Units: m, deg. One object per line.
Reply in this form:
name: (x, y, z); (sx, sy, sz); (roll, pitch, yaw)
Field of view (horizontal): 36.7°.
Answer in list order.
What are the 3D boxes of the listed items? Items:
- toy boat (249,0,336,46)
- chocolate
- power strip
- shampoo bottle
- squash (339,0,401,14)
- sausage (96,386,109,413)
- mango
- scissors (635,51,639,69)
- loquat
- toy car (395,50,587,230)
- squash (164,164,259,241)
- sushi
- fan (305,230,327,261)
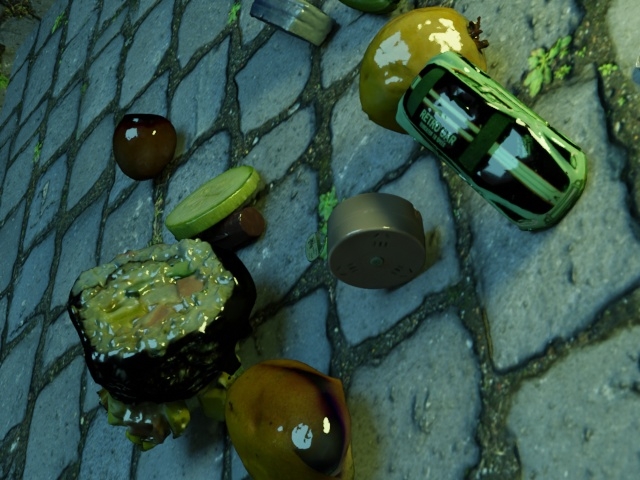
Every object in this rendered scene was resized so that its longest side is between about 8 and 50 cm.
toy boat: (-0.072, -0.485, 2.056); (0.283, 0.127, 0.078); (38, 106, 56)
chocolate: (-0.430, -0.228, 2.373); (0.177, 0.176, 0.177); (-34, 42, 38)
power strip: (0.081, 0.004, 1.459); (0.154, 0.154, 0.078); (-37, 40, 35)
shampoo bottle: (-0.204, -0.014, 1.958); (0.236, 0.067, 0.068); (-20, 39, 48)
squash: (0.097, -0.470, 1.859); (0.066, 0.066, 0.252); (-60, 31, 5)
sausage: (-0.325, 0.214, 1.958); (0.371, 0.082, 0.082); (-47, 36, 22)
mango: (-0.042, 0.280, 1.440); (0.201, 0.152, 0.287); (-55, 34, -4)
scissors: (0.464, -0.300, 1.263); (0.100, 0.015, 0.189); (-16, 54, 52)
loquat: (0.162, -0.269, 1.515); (0.234, 0.187, 0.176); (-41, 71, 17)
toy car: (0.220, -0.144, 1.322); (0.136, 0.125, 0.306); (-53, 58, 16)
squash: (-0.220, -0.084, 1.974); (0.219, 0.041, 0.219); (-32, 20, 13)
sushi: (-0.264, 0.186, 1.736); (0.328, 0.285, 0.328); (-28, 36, -15)
fan: (-0.005, -0.001, 1.725); (0.080, 0.003, 0.060); (-60, 33, 6)
